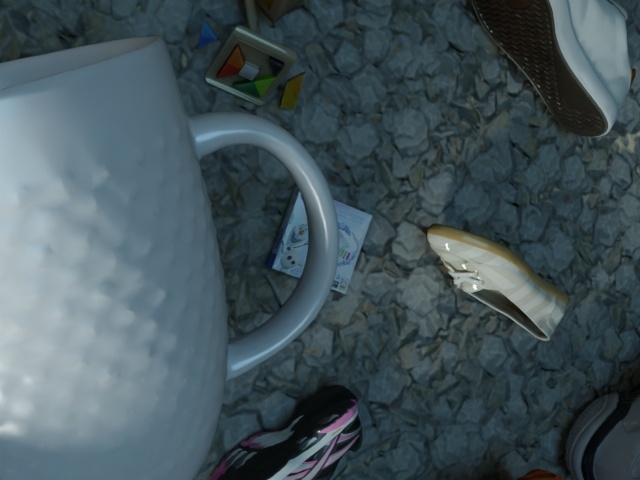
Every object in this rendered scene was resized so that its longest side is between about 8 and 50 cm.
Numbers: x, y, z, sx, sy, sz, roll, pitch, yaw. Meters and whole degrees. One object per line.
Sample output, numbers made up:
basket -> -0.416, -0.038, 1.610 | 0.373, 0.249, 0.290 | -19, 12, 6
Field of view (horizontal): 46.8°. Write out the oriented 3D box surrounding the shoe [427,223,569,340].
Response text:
shoe -> 0.202, 0.048, 0.842 | 0.219, 0.077, 0.058 | 31, 78, -26

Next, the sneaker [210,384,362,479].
sneaker -> -0.025, 0.234, 0.768 | 0.178, 0.072, 0.077 | -30, 117, -13

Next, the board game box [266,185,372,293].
board game box -> 0.000, 0.000, 0.777 | 0.090, 0.020, 0.090 | 21, 87, -24

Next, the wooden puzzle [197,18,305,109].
wooden puzzle -> -0.066, -0.164, 0.709 | 0.116, 0.078, 0.014 | 15, 48, -19

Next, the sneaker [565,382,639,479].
sneaker -> 0.496, 0.207, 0.917 | 0.366, 0.210, 0.137 | -37, 109, -16

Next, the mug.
mug -> -0.162, 0.029, 0.564 | 0.374, 0.276, 0.327 | -18, 112, -15

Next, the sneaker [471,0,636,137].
sneaker -> 0.265, -0.258, 0.832 | 0.290, 0.106, 0.123 | 48, 70, -31

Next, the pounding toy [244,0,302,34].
pounding toy -> -0.050, -0.260, 0.678 | 0.100, 0.141, 0.130 | -42, 96, -15

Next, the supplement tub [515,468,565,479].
supplement tub -> 0.166, 0.400, 0.799 | 0.316, 0.194, 0.193 | -30, 107, -21
